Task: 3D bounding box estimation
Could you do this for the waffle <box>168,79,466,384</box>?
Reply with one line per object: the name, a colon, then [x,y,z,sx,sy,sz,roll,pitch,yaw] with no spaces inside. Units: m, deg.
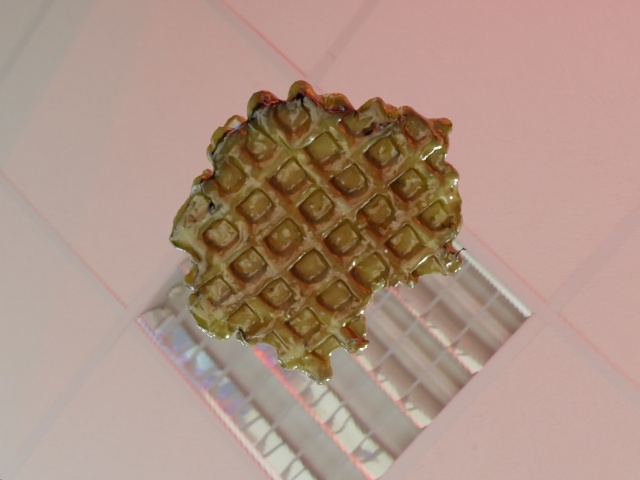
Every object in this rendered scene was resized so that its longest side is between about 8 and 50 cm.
waffle: [0.004,-0.009,0.958,0.281,0.058,0.301,23,-74,-15]
